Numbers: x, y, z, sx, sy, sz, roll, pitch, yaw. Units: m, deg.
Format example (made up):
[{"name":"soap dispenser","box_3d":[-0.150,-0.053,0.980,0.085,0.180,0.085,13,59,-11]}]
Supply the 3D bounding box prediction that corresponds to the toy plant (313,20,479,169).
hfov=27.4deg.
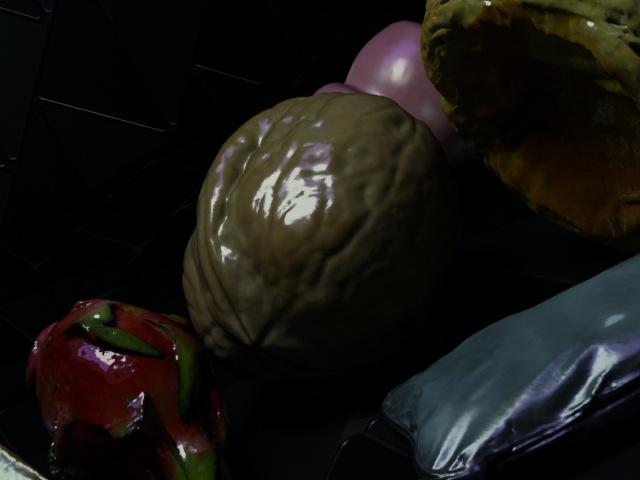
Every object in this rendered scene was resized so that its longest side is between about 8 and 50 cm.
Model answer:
[{"name":"toy plant","box_3d":[0.062,-0.094,1.616,0.356,0.210,0.317,-44,20,-8]}]

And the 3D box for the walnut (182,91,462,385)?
[{"name":"walnut","box_3d":[0.002,0.002,1.318,0.277,0.252,0.313,-4,39,33]}]

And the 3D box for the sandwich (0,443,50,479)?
[{"name":"sandwich","box_3d":[-0.284,0.295,1.180,0.186,0.220,0.108,30,49,29]}]

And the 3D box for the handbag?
[{"name":"handbag","box_3d":[0.197,0.098,1.029,0.332,0.075,0.191,-27,19,-4]}]

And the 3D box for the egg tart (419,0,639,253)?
[{"name":"egg tart","box_3d":[0.249,-0.137,1.167,0.150,0.352,0.352,-43,20,-22]}]

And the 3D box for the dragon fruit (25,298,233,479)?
[{"name":"dragon fruit","box_3d":[-0.172,0.171,1.213,0.198,0.269,0.200,-14,-22,-31]}]
